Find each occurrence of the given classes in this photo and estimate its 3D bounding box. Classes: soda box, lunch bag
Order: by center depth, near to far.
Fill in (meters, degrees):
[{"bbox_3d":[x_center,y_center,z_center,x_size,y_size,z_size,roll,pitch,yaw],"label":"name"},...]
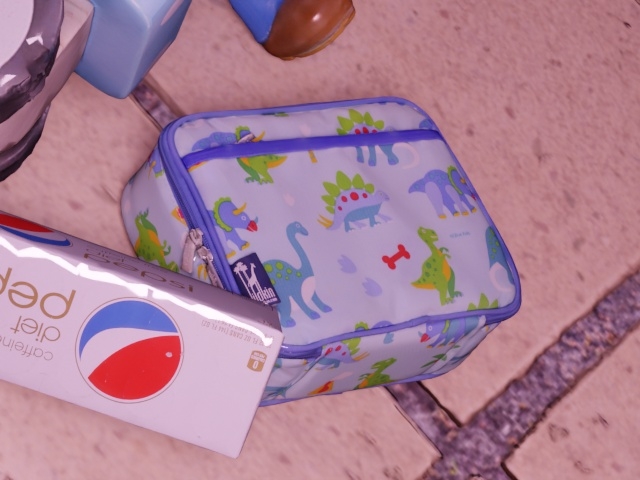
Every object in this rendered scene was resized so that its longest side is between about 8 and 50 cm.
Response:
[{"bbox_3d":[-0.131,0.039,0.973,0.216,0.074,0.069,20,7,-6],"label":"soda box"},{"bbox_3d":[0.000,0.000,1.125,0.219,0.090,0.176,-6,60,-38],"label":"lunch bag"}]

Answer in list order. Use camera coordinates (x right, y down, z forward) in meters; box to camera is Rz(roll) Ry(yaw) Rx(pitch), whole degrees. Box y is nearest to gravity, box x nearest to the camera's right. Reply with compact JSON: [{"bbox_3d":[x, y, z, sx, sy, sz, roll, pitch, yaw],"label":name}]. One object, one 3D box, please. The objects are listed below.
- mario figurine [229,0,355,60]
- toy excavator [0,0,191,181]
[{"bbox_3d":[-0.085,-0.260,1.168,0.320,0.170,0.198,39,14,-22],"label":"mario figurine"},{"bbox_3d":[-0.083,-0.219,0.983,0.433,0.222,0.445,37,77,-2],"label":"toy excavator"}]
